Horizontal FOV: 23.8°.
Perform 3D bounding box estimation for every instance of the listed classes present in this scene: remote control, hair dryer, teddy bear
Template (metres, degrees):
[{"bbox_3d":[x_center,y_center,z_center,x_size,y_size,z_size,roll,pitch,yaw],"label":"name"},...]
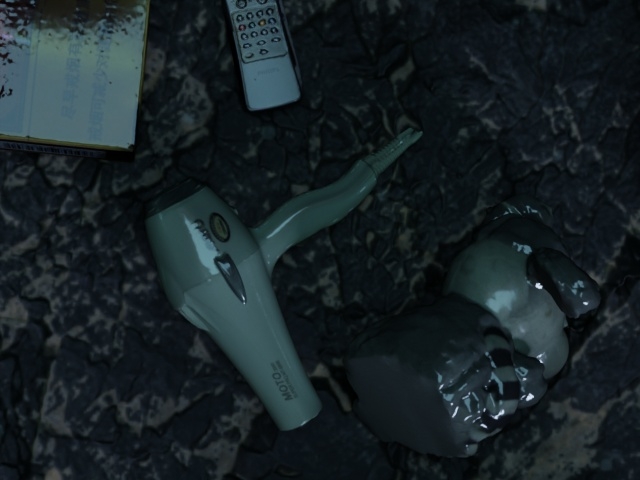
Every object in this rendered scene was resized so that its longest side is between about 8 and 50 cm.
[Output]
[{"bbox_3d":[-0.063,-0.218,1.345,0.059,0.028,0.212,-13,85,-4],"label":"remote control"},{"bbox_3d":[-0.004,0.038,1.307,0.267,0.092,0.229,-14,93,-17],"label":"hair dryer"},{"bbox_3d":[0.153,0.079,1.270,0.251,0.171,0.144,-39,109,-15],"label":"teddy bear"}]

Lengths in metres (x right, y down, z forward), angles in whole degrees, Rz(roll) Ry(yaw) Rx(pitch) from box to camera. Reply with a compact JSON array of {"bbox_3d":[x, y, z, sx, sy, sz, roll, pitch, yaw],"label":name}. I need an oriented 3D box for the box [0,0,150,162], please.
[{"bbox_3d":[-0.269,-0.158,1.296,0.240,0.071,0.159,6,85,-6],"label":"box"}]
